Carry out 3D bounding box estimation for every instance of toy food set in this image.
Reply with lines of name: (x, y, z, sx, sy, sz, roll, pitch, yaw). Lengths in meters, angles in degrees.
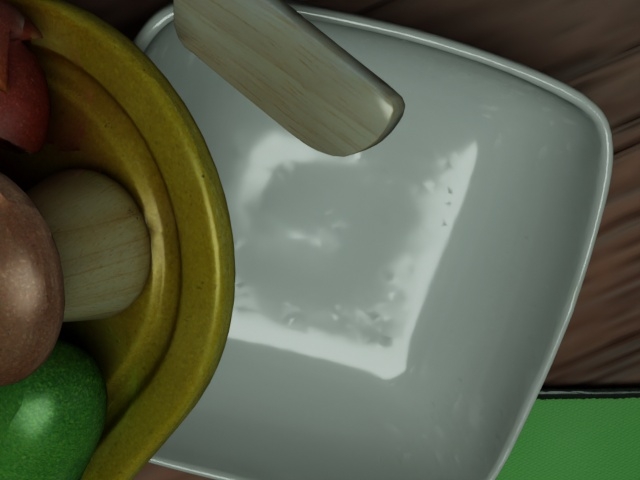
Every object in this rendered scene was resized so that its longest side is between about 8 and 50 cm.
toy food set: (-0.095, 0.009, 0.362, 0.128, 0.071, 0.218, 47, 122, 13)

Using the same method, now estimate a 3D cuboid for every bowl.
bowl: (0.000, 0.000, 0.421, 0.142, 0.053, 0.142, 13, 111, -11)

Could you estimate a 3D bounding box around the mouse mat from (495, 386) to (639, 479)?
mouse mat: (0.128, 0.117, 0.506, 0.190, 0.007, 0.152, 0, 112, -4)
